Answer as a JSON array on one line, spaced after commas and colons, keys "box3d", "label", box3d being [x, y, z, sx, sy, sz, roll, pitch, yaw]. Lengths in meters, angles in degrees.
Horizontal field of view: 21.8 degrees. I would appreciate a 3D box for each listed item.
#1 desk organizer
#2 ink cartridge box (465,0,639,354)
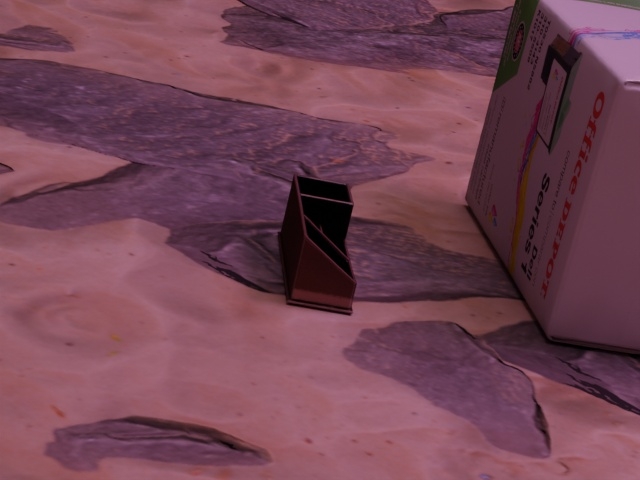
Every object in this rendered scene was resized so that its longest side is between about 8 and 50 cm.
[{"box3d": [0.000, 0.000, 1.180, 0.047, 0.050, 0.130, 10, 21, -9], "label": "desk organizer"}, {"box3d": [0.213, -0.062, 1.260, 0.117, 0.201, 0.278, 8, 21, -12], "label": "ink cartridge box"}]
